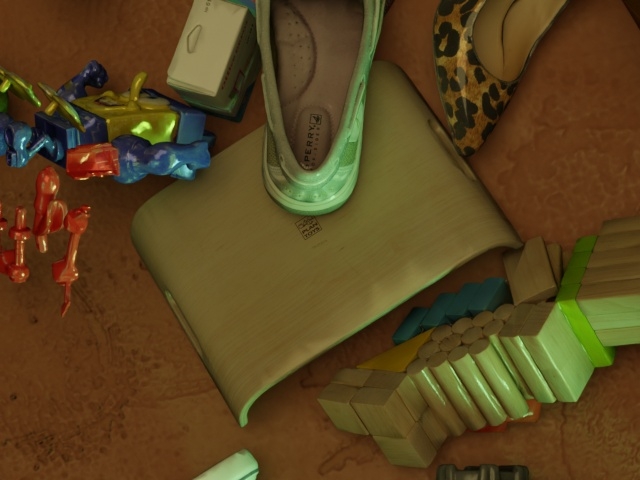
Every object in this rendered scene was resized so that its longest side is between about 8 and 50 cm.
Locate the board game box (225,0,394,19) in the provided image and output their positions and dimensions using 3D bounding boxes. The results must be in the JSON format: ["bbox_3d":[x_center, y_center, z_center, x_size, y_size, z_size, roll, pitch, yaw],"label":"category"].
[{"bbox_3d":[0.009,-0.281,1.867,0.160,0.047,0.210,32,87,12],"label":"board game box"}]

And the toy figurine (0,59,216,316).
[{"bbox_3d":[-0.206,-0.075,1.818,0.217,0.362,0.191,-7,107,-32],"label":"toy figurine"}]

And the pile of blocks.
[{"bbox_3d":[0.181,0.096,1.769,0.362,0.149,0.112,-24,122,14],"label":"pile of blocks"}]

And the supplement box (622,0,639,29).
[{"bbox_3d":[0.372,-0.236,1.727,0.194,0.191,0.129,-29,78,3],"label":"supplement box"}]

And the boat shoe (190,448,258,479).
[{"bbox_3d":[-0.140,0.294,1.793,0.258,0.095,0.084,-43,81,12],"label":"boat shoe"}]

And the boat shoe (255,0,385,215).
[{"bbox_3d":[-0.003,-0.186,1.762,0.118,0.103,0.320,6,74,-1],"label":"boat shoe"}]

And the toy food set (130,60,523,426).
[{"bbox_3d":[0.000,0.000,1.817,0.306,0.092,0.219,-33,66,2],"label":"toy food set"}]

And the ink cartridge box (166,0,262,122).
[{"bbox_3d":[-0.093,-0.166,1.828,0.052,0.122,0.088,18,85,12],"label":"ink cartridge box"}]

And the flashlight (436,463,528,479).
[{"bbox_3d":[0.131,0.347,1.727,0.103,0.103,0.304,0,83,5],"label":"flashlight"}]

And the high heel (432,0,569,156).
[{"bbox_3d":[0.197,-0.203,1.764,0.186,0.093,0.261,-2,72,45],"label":"high heel"}]
